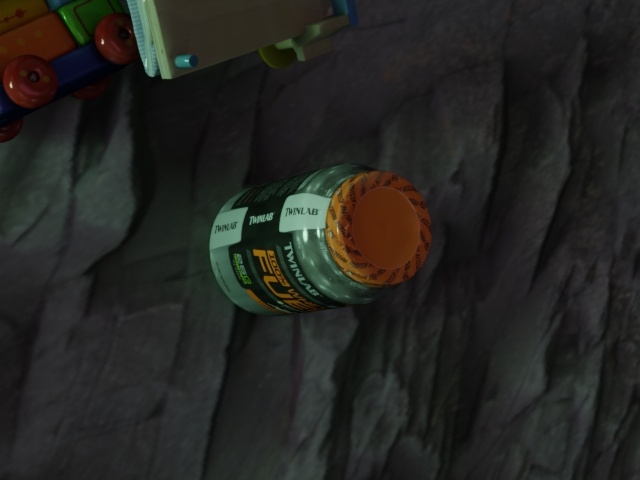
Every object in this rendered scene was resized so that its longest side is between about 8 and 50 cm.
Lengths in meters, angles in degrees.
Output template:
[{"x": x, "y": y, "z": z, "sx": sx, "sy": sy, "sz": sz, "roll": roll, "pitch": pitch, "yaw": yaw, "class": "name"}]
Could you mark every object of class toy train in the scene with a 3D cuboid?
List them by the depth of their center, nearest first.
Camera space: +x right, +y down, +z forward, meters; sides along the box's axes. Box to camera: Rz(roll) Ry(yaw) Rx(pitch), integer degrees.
[{"x": -0.266, "y": -0.151, "z": 1.327, "sx": 0.248, "sy": 0.105, "sz": 0.143, "roll": -31, "pitch": 90, "yaw": -32, "class": "toy train"}]

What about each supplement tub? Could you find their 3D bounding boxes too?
[{"x": 0.000, "y": 0.000, "z": 1.419, "sx": 0.117, "sy": 0.190, "sz": 0.117, "roll": 5, "pitch": 81, "yaw": -32, "class": "supplement tub"}]

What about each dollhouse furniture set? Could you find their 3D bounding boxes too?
[{"x": -0.158, "y": -0.249, "z": 1.342, "sx": 0.286, "sy": 0.198, "sz": 0.303, "roll": -26, "pitch": 111, "yaw": -38, "class": "dollhouse furniture set"}]
